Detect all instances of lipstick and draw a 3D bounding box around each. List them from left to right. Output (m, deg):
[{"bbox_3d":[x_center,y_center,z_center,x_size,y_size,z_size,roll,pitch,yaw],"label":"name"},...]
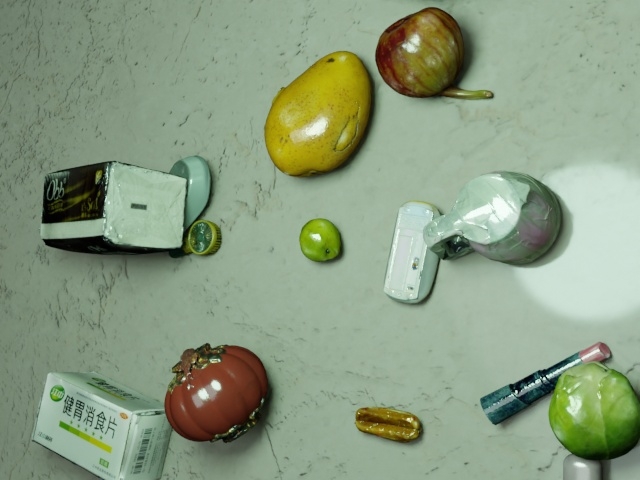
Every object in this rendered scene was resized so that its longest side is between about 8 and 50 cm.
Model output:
[{"bbox_3d":[0.389,0.243,1.281,0.234,0.053,0.053,-33,67,19],"label":"lipstick"}]

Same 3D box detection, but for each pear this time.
[{"bbox_3d":[0.000,0.000,1.536,0.097,0.092,0.092,27,98,33],"label":"pear"}]

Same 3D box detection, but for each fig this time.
[{"bbox_3d":[0.207,-0.334,1.431,0.175,0.207,0.175,-32,25,17],"label":"fig"}]

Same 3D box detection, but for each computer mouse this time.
[{"bbox_3d":[-0.325,-0.094,1.760,0.230,0.079,0.128,-57,45,22],"label":"computer mouse"},{"bbox_3d":[0.178,0.022,1.442,0.102,0.045,0.198,9,87,32],"label":"computer mouse"}]

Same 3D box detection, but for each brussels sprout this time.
[{"bbox_3d":[0.439,0.277,1.198,0.155,0.117,0.155,-5,67,13],"label":"brussels sprout"}]

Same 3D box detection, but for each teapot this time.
[{"bbox_3d":[0.288,-0.047,1.304,0.222,0.178,0.163,2,83,34],"label":"teapot"}]

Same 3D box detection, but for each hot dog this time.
[{"bbox_3d":[0.128,0.352,1.431,0.144,0.038,0.062,0,86,35],"label":"hot dog"}]

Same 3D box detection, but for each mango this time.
[{"bbox_3d":[0.007,-0.260,1.536,0.191,0.160,0.290,28,89,39],"label":"mango"}]

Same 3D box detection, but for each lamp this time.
[{"bbox_3d":[-0.218,0.309,1.545,0.227,0.227,0.226,-5,80,32],"label":"lamp"}]

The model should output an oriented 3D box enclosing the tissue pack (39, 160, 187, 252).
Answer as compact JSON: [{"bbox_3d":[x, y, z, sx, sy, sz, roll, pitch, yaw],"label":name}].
[{"bbox_3d":[-0.488,-0.066,1.732,0.370,0.210,0.198,0,80,48],"label":"tissue pack"}]

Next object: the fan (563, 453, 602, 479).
[{"bbox_3d":[0.422,0.470,1.205,0.130,0.074,0.244,-4,80,33],"label":"fan"}]

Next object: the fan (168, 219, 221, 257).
[{"bbox_3d":[-0.296,0.004,1.750,0.155,0.039,0.082,-18,74,31],"label":"fan"}]

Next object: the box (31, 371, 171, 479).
[{"bbox_3d":[-0.510,0.436,1.758,0.333,0.145,0.173,13,92,34],"label":"box"}]
